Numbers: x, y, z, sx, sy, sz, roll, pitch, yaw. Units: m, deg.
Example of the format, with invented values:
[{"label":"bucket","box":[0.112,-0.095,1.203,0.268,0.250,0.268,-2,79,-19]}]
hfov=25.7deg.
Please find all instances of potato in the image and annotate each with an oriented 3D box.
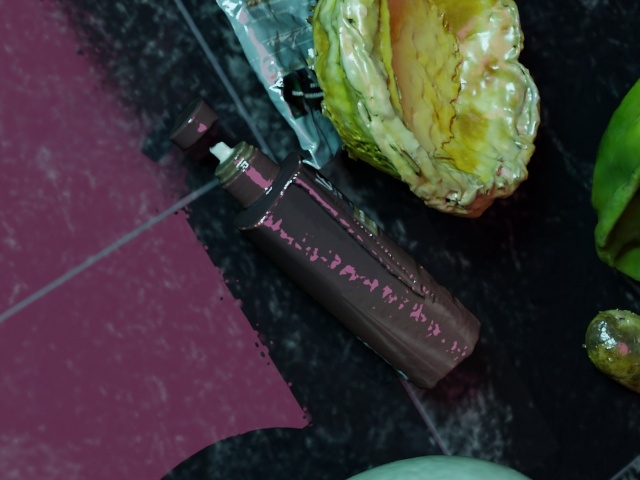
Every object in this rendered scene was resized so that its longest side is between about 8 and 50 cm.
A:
[{"label":"potato","box":[0.224,0.080,0.995,0.083,0.040,0.051,27,82,-18]}]

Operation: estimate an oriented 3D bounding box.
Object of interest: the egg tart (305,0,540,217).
[{"label":"egg tart","box":[0.059,-0.110,0.890,0.213,0.090,0.212,28,55,-49]}]

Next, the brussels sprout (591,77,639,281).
[{"label":"brussels sprout","box":[0.330,-0.040,0.926,0.294,0.259,0.227,-36,140,11]}]

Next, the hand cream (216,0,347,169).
[{"label":"hand cream","box":[-0.045,-0.163,0.891,0.075,0.052,0.247,-28,97,-45]}]

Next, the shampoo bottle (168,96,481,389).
[{"label":"shampoo bottle","box":[0.001,-0.002,0.896,0.236,0.068,0.067,42,82,-16]}]

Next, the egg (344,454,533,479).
[{"label":"egg","box":[0.042,0.293,0.789,0.259,0.258,0.352,19,78,-20]}]
